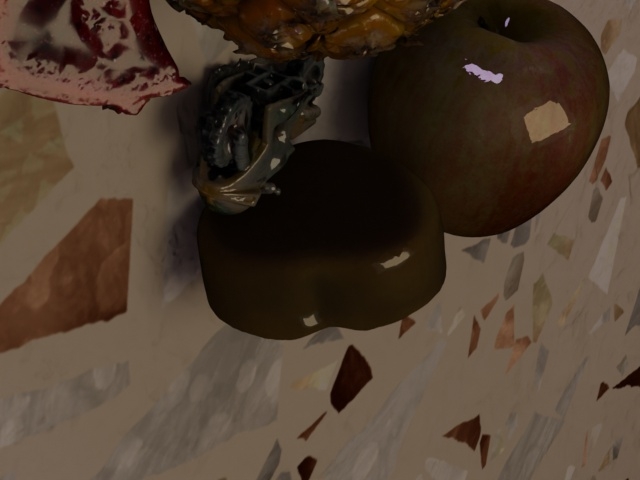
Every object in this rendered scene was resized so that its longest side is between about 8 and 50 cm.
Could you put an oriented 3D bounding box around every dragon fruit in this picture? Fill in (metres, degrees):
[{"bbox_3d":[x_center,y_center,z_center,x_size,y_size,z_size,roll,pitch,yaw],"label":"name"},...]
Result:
[{"bbox_3d":[-0.241,-0.200,1.219,0.211,0.134,0.262,-31,118,-29],"label":"dragon fruit"}]

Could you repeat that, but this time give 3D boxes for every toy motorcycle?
[{"bbox_3d":[-0.061,-0.104,1.575,0.229,0.094,0.130,-40,144,-57],"label":"toy motorcycle"}]

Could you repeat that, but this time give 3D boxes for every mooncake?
[{"bbox_3d":[0.000,0.000,1.606,0.235,0.235,0.117,-40,135,-38],"label":"mooncake"}]

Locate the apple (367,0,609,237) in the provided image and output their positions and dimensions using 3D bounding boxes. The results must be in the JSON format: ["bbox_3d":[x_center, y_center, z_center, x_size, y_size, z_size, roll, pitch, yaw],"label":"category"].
[{"bbox_3d":[0.173,-0.133,1.747,0.257,0.257,0.234,-31,137,-45],"label":"apple"}]

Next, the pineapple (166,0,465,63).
[{"bbox_3d":[0.002,-0.313,1.285,0.352,0.352,0.300,-46,134,-33],"label":"pineapple"}]
